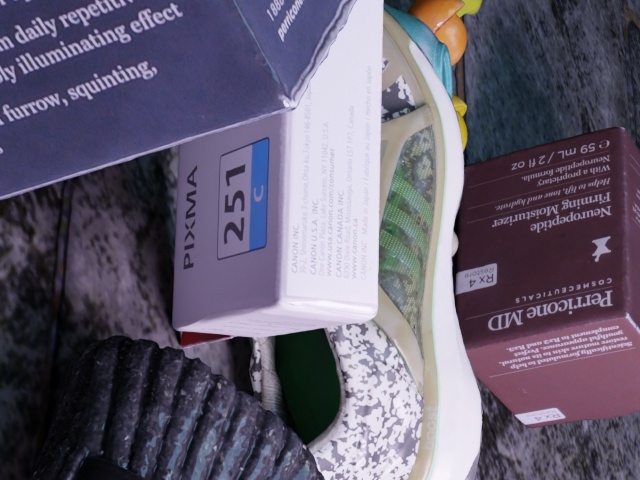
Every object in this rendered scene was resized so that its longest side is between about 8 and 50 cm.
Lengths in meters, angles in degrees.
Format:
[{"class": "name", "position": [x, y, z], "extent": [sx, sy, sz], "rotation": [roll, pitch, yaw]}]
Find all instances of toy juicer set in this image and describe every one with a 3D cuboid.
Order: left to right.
[{"class": "toy juicer set", "position": [0.067, -0.106, 1.349], "extent": [0.209, 0.090, 0.329], "rotation": [69, 23, -57]}]

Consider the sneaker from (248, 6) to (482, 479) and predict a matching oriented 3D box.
[{"class": "sneaker", "position": [0.000, 0.000, 1.103], "extent": [0.182, 0.158, 0.410], "rotation": [9, 67, -54]}]

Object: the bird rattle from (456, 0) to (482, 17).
[{"class": "bird rattle", "position": [0.110, -0.335, 1.515], "extent": [0.253, 0.143, 0.207], "rotation": [53, 16, -26]}]

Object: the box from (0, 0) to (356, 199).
[{"class": "box", "position": [-0.192, -0.229, 0.710], "extent": [0.395, 0.294, 0.212], "rotation": [60, 32, -27]}]

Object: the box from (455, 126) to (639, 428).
[{"class": "box", "position": [0.232, 0.037, 1.471], "extent": [0.167, 0.169, 0.203], "rotation": [45, 40, -44]}]

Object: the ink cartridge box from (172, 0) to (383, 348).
[{"class": "ink cartridge box", "position": [-0.051, -0.091, 0.955], "extent": [0.066, 0.261, 0.296], "rotation": [7, 79, -27]}]

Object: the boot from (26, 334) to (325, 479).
[{"class": "boot", "position": [-0.059, 0.246, 0.896], "extent": [0.348, 0.131, 0.260], "rotation": [58, 33, -28]}]
